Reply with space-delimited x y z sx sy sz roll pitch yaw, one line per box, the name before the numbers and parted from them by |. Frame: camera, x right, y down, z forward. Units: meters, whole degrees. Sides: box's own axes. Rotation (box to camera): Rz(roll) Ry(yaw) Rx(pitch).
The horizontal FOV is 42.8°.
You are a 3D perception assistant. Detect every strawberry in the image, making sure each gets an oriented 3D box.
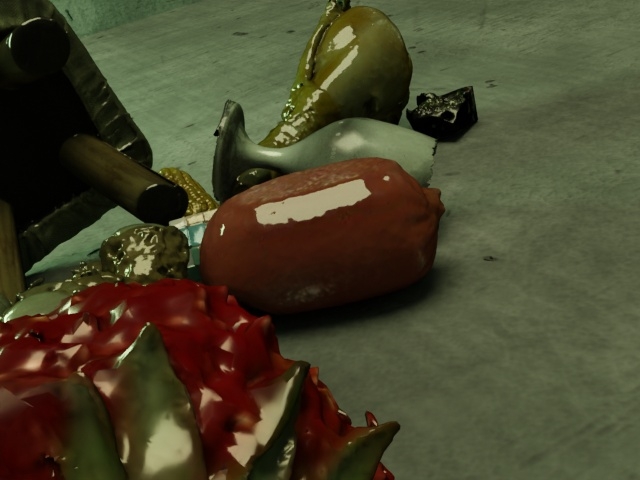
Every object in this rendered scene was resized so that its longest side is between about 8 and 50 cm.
strawberry | -0.123 0.149 0.449 0.292 0.292 0.343 -25 15 -22

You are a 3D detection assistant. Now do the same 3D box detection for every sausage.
sausage | 0.000 0.000 0.807 0.254 0.148 0.148 -12 25 1

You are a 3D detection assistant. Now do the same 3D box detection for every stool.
stool | -0.356 -0.084 0.919 0.310 0.310 0.226 -37 32 -6

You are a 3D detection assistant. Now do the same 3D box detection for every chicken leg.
chicken leg | -0.010 -0.169 1.117 0.152 0.201 0.429 7 46 41

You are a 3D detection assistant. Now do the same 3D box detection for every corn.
corn | -0.182 -0.043 1.053 0.080 0.080 0.231 -21 26 -15

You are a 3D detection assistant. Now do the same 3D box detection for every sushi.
sushi | 0.172 -0.180 1.185 0.084 0.056 0.083 4 38 32

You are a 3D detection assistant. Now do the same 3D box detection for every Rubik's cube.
Rubik's cube | -0.127 0.017 0.911 0.075 0.084 0.073 -27 51 11

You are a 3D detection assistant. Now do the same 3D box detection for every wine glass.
wine glass | 0.006 -0.082 0.918 0.241 0.126 0.126 11 29 6

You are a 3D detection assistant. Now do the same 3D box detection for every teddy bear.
teddy bear | -0.248 0.095 0.712 0.256 0.156 0.267 -9 16 16
